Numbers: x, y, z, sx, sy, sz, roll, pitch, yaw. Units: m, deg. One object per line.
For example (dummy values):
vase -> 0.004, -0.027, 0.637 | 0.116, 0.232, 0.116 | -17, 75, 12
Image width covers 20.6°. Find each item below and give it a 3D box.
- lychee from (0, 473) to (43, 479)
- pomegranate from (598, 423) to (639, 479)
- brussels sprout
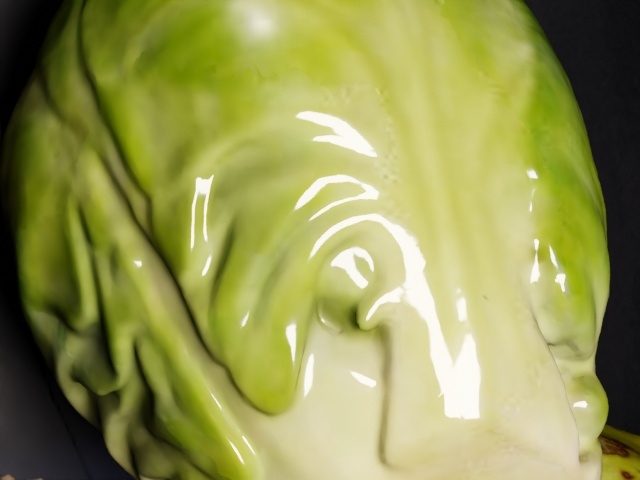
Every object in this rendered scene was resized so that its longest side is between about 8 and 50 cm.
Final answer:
lychee -> -0.172, 0.267, 0.717 | 0.380, 0.432, 0.380 | 29, 55, -50
pomegranate -> 0.091, 0.189, 0.933 | 0.276, 0.222, 0.204 | 12, 93, -5
brussels sprout -> 0.002, 0.002, 0.851 | 0.281, 0.289, 0.355 | 3, 50, -39
